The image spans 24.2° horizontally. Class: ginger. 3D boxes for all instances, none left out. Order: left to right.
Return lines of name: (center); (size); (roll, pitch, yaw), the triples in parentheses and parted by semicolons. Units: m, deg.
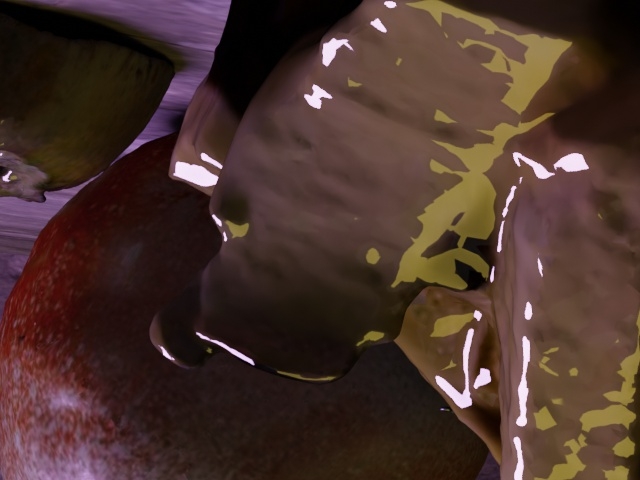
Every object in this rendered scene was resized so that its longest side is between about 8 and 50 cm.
ginger: (0.094, 0.062, 0.459); (0.413, 0.211, 0.358); (15, 160, 42)

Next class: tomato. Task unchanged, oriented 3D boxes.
tomato: (-0.046, 0.073, 0.892); (0.303, 0.303, 0.239); (6, 151, -20)

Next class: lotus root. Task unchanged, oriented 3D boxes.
lotus root: (-0.170, -0.057, 0.693); (0.183, 0.078, 0.203); (4, 177, 21)

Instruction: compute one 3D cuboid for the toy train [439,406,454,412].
toy train: (0.130, 0.021, 0.819); (0.115, 0.154, 0.269); (-8, 169, 32)
